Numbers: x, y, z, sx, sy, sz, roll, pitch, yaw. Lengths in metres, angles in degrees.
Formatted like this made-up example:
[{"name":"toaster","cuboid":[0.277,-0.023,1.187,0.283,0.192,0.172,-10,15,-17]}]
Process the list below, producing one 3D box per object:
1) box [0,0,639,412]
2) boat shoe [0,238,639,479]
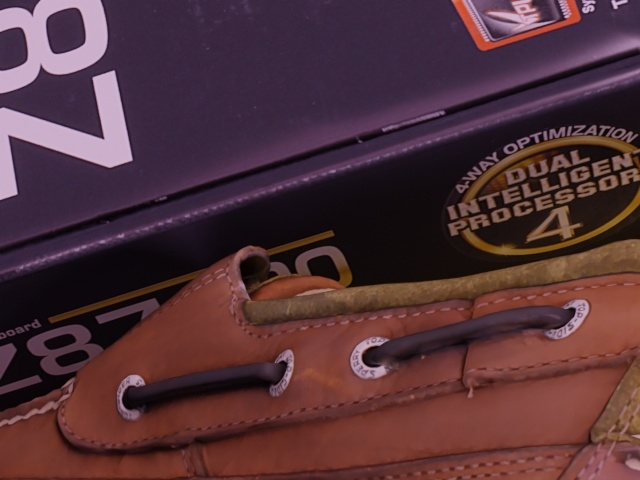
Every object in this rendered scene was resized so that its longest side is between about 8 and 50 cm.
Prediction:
[{"name":"box","cuboid":[-0.080,-0.136,0.650,0.318,0.097,0.395,-17,56,6]},{"name":"boat shoe","cuboid":[-0.006,0.060,0.481,0.307,0.110,0.104,-3,69,45]}]
